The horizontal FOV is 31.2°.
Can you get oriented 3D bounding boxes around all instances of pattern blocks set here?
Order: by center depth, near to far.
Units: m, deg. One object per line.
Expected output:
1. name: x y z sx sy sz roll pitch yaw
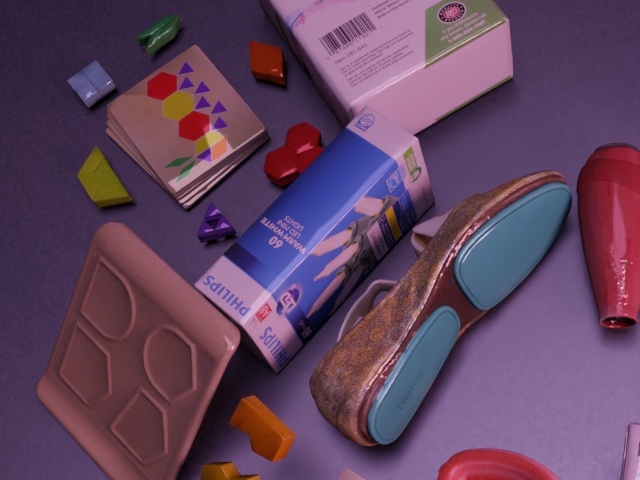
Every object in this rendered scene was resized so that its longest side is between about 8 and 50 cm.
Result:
1. pattern blocks set: -0.157 -0.135 1.365 0.285 0.026 0.325 -29 60 -2

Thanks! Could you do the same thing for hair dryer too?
1. hair dryer: 0.367 -0.030 1.150 0.293 0.080 0.223 -45 62 -11

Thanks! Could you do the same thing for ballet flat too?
1. ballet flat: 0.113 0.048 1.159 0.123 0.123 0.348 33 75 26

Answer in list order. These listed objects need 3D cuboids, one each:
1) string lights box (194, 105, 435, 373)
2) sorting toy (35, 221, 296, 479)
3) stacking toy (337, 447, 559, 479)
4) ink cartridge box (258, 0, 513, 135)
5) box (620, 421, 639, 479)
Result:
1. string lights box: 0.000 0.000 1.193 0.077 0.133 0.259 36 77 28
2. sorting toy: -0.156 0.154 1.154 0.307 0.041 0.229 40 116 28
3. stacking toy: 0.108 0.349 1.022 0.279 0.130 0.309 -3 51 42
4. ink cartridge box: 0.062 -0.263 1.325 0.201 0.117 0.278 -30 60 -3
5. box: 0.375 0.291 0.953 0.262 0.127 0.231 5 64 17
